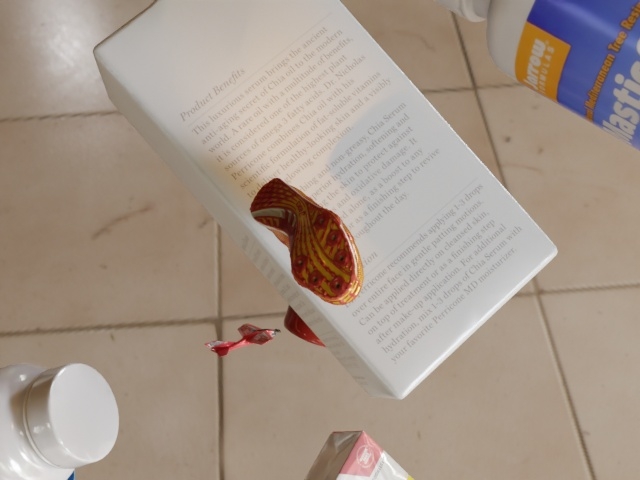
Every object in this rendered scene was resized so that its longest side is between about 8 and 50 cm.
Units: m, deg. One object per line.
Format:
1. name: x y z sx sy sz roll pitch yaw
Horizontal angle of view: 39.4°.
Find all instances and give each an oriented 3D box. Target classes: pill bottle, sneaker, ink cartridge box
1. pill bottle: -0.266 0.163 0.735 0.194 0.108 0.108 -20 46 24
2. sneaker: 0.000 0.000 0.767 0.064 0.067 0.175 -50 36 10
3. ink cartridge box: 0.070 0.334 1.072 0.198 0.067 0.115 46 56 -20
4. pill bottle: 0.206 -0.148 0.583 0.272 0.152 0.152 35 59 21

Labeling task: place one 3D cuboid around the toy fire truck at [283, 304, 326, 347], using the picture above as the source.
1. toy fire truck: 0.015 0.030 1.228 0.302 0.169 0.254 11 10 -44

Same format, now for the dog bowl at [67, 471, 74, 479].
1. dog bowl: -0.599 0.415 1.608 0.297 0.074 0.165 17 72 -24

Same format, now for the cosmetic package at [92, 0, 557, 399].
1. cosmetic package: -0.001 -0.075 0.947 0.230 0.161 0.453 -40 89 -12

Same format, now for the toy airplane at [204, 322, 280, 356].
1. toy airplane: -0.144 0.190 1.687 0.151 0.028 0.151 -8 10 1
